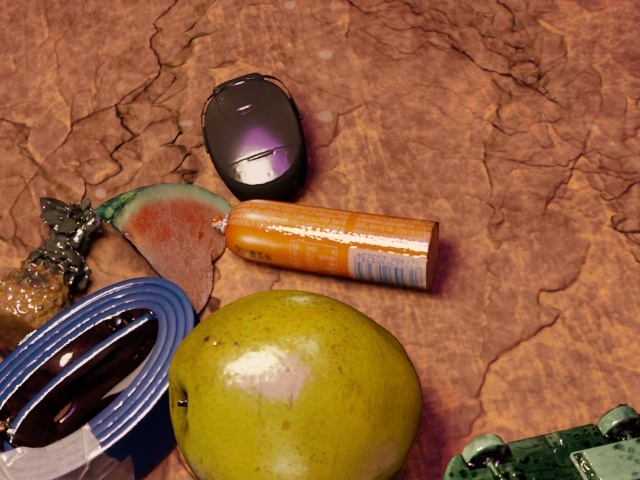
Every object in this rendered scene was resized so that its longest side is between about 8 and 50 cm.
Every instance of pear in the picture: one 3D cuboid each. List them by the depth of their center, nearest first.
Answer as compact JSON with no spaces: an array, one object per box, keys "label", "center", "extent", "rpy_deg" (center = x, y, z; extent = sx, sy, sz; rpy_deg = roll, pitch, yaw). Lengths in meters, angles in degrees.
[{"label":"pear","center":[-0.037,0.190,1.452],"extent":[0.294,0.294,0.294],"rpy_deg":[-5,58,9]}]

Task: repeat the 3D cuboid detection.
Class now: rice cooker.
[{"label":"rice cooker","center":[-0.090,-0.141,1.749],"extent":[0.142,0.118,0.203],"rpy_deg":[-17,58,2]}]

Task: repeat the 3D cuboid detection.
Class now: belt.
[{"label":"belt","center":[-0.289,0.203,1.586],"extent":[0.347,0.117,0.212],"rpy_deg":[-41,59,-15]}]

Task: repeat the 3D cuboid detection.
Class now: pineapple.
[{"label":"pineapple","center":[-0.368,0.036,1.699],"extent":[0.111,0.119,0.237],"rpy_deg":[22,53,0]}]

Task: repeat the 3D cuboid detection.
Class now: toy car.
[{"label":"toy car","center":[0.279,0.287,1.390],"extent":[0.306,0.125,0.136],"rpy_deg":[-10,44,-19]}]

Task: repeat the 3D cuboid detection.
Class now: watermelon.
[{"label":"watermelon","center":[-0.205,-0.012,1.680],"extent":[0.202,0.207,0.136],"rpy_deg":[39,99,12]}]

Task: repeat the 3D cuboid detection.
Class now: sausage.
[{"label":"sausage","center":[0.000,0.000,1.661],"extent":[0.312,0.093,0.093],"rpy_deg":[8,61,16]}]
